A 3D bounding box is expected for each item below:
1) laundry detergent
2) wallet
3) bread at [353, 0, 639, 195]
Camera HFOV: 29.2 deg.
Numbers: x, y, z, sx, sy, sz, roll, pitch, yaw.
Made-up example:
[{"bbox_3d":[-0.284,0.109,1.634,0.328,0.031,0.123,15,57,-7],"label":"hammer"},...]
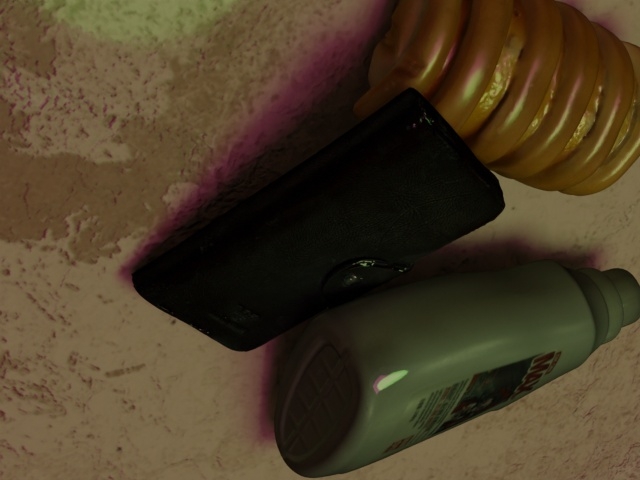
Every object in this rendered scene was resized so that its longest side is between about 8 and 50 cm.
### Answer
[{"bbox_3d":[0.159,0.114,1.268,0.398,0.124,0.264,-15,151,-29],"label":"laundry detergent"},{"bbox_3d":[0.000,0.000,1.103,0.318,0.045,0.172,-31,135,20],"label":"wallet"},{"bbox_3d":[0.192,-0.138,1.131,0.311,0.121,0.173,15,109,-33],"label":"bread"}]
